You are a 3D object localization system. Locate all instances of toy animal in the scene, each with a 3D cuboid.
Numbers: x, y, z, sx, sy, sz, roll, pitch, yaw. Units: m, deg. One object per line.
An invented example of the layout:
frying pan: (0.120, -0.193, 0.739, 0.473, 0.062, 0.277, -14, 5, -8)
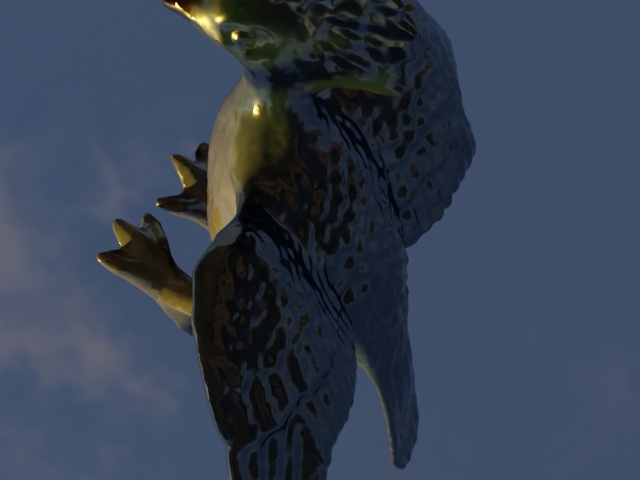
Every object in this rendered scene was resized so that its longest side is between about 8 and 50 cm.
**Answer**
toy animal: (0.000, 0.000, 0.658, 0.176, 0.255, 0.239, -7, -136, 44)
